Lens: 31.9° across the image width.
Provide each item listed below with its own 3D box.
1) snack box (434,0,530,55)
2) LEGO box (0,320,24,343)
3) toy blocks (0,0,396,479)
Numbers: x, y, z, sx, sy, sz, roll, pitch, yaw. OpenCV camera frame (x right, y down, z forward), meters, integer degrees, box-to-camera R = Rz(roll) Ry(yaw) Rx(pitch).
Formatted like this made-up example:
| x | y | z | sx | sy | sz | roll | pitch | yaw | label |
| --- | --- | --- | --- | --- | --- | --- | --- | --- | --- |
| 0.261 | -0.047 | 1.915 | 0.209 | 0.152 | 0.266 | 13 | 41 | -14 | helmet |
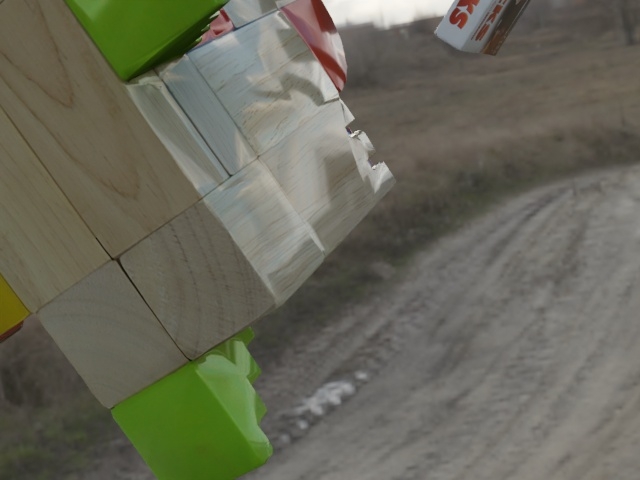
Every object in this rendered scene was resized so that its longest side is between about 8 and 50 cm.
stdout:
| x | y | z | sx | sy | sz | roll | pitch | yaw | label |
| --- | --- | --- | --- | --- | --- | --- | --- | --- | --- |
| 0.126 | -0.181 | 0.603 | 0.022 | 0.178 | 0.064 | 39 | 21 | 18 | snack box |
| -0.584 | -0.086 | 1.205 | 0.500 | 0.372 | 0.193 | 26 | 51 | 33 | LEGO box |
| -0.087 | -0.116 | 0.513 | 0.191 | 0.381 | 0.261 | -32 | 7 | 29 | toy blocks |
